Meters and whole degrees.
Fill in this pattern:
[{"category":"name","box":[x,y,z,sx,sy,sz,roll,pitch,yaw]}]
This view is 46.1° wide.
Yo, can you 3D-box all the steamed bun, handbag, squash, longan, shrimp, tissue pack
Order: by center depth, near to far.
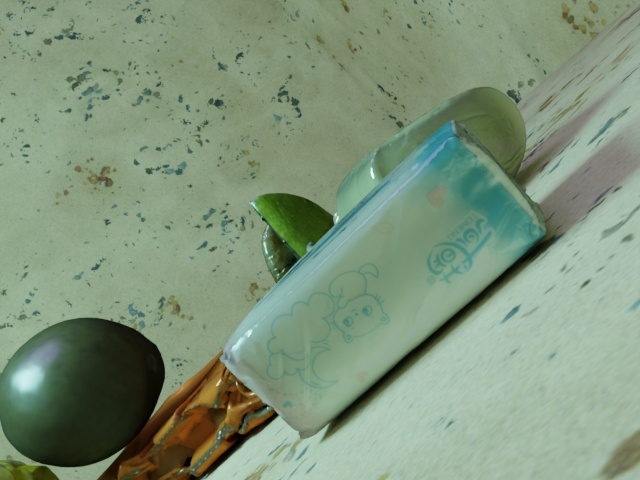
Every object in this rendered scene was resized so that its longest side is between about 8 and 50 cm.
[{"category":"tissue pack","box":[0.058,0.026,0.667,0.271,0.124,0.201,-43,-1,15]},{"category":"steamed bun","box":[0.153,-0.082,0.986,0.250,0.155,0.200,-36,-1,-27]},{"category":"longan","box":[-0.344,0.219,1.111,0.248,0.248,0.248,-44,-1,0]},{"category":"handbag","box":[-0.135,0.230,1.127,0.410,0.116,0.303,-45,2,28]},{"category":"squash","box":[0.000,0.000,1.290,0.093,0.252,0.169,-42,0,5]},{"category":"shrimp","box":[-0.036,0.062,1.321,0.047,0.223,0.126,-17,10,33]}]

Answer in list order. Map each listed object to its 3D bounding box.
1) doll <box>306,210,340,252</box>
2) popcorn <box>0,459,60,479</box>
[{"category":"doll","box":[0.077,0.002,1.142,0.278,0.154,0.119,-48,-22,-68]},{"category":"popcorn","box":[-0.494,0.456,1.001,0.348,0.382,0.349,-5,-18,-1]}]
